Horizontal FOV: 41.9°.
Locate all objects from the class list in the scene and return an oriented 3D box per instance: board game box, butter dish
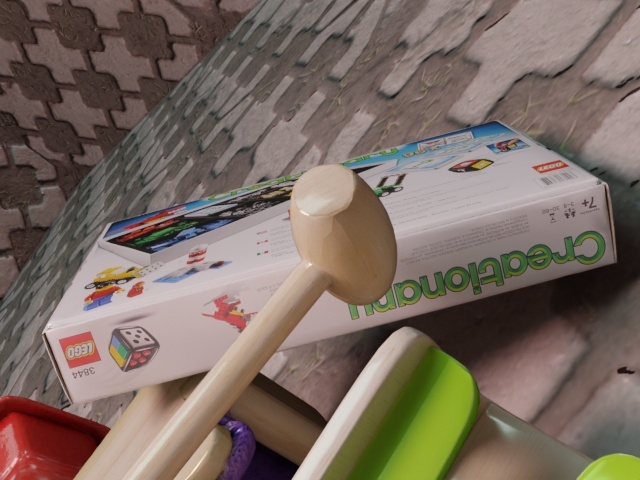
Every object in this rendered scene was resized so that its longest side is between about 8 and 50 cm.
[{"bbox_3d":[0.000,0.000,0.528,0.305,0.053,0.193,-15,18,1],"label":"board game box"},{"bbox_3d":[-0.312,0.271,0.905,0.160,0.160,0.118,-50,43,6],"label":"butter dish"}]

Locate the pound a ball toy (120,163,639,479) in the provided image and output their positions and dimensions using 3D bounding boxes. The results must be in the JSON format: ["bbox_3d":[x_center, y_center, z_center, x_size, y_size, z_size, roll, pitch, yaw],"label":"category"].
[{"bbox_3d":[0.009,0.153,0.344,0.208,0.136,0.319,27,77,33],"label":"pound a ball toy"}]

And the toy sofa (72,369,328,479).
[{"bbox_3d":[-0.125,0.244,0.509,0.362,0.150,0.177,-53,25,-1],"label":"toy sofa"}]
